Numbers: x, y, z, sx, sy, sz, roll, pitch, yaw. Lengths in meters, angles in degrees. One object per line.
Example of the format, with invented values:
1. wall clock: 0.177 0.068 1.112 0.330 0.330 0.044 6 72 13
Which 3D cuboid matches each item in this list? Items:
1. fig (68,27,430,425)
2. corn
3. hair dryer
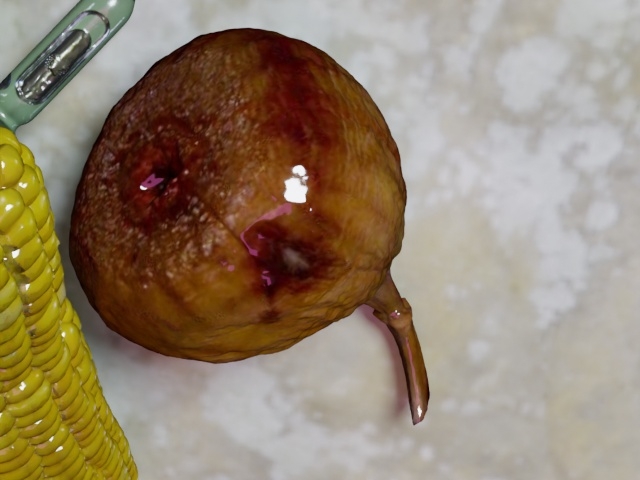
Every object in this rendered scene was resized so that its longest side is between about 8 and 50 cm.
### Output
1. fig: 0.000 0.000 0.726 0.201 0.134 0.146 27 144 -36
2. corn: -0.139 0.065 0.705 0.102 0.102 0.313 -3 140 4
3. hair dryer: -0.118 -0.076 0.720 0.047 0.071 0.150 41 93 -20
